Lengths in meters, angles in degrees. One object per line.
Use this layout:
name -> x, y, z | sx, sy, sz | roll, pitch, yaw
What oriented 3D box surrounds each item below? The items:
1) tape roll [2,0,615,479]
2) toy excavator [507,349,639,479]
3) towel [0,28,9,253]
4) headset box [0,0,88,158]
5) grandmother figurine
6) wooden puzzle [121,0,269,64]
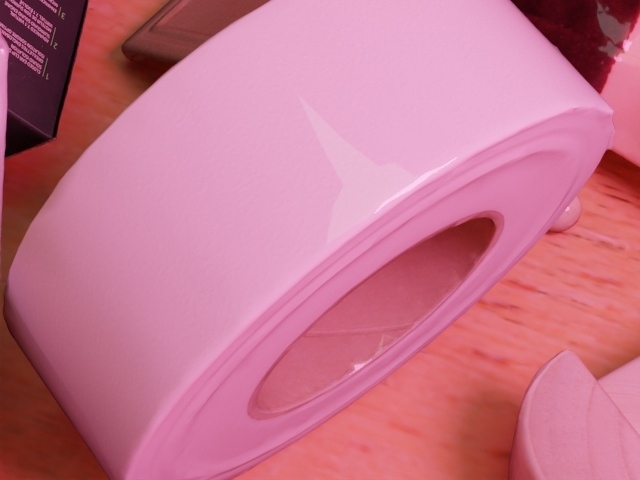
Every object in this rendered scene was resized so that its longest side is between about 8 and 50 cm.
tape roll -> 0.000, 0.000, 0.579 | 0.286, 0.286, 0.100 | -32, 71, -22
toy excavator -> 0.382, 0.089, 0.666 | 0.445, 0.222, 0.433 | 28, 62, 21
towel -> -0.293, 0.028, 0.528 | 0.329, 0.037, 0.237 | -2, 83, 8
headset box -> -0.246, -0.195, 0.655 | 0.131, 0.246, 0.283 | -14, 56, 34
grandmother figurine -> 0.181, -0.104, 0.756 | 0.342, 0.104, 0.208 | 31, 86, 15
wooden puzzle -> 0.017, -0.163, 0.717 | 0.221, 0.044, 0.238 | -47, 33, -19
